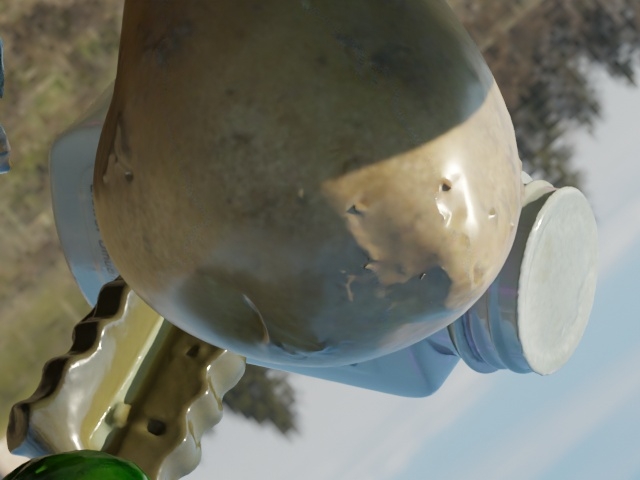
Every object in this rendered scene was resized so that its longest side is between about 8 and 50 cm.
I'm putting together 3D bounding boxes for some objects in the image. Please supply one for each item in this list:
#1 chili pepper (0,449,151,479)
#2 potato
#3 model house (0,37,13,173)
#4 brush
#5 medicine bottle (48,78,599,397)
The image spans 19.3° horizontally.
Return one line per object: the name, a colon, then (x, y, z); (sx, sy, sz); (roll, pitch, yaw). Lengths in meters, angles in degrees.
chili pepper: (-0.052, 0.126, 0.505); (0.074, 0.100, 0.257); (-45, 154, -17)
potato: (-0.006, -0.027, 0.476); (0.112, 0.112, 0.147); (-40, -144, 20)
model house: (-0.383, -0.231, 0.871); (0.400, 0.445, 0.395); (-15, -148, -19)
brush: (-0.060, 0.013, 0.925); (0.071, 0.084, 0.301); (-47, -168, 42)
medicine bottle: (0.000, 0.000, 1.137); (0.324, 0.179, 0.124); (9, -140, 29)
